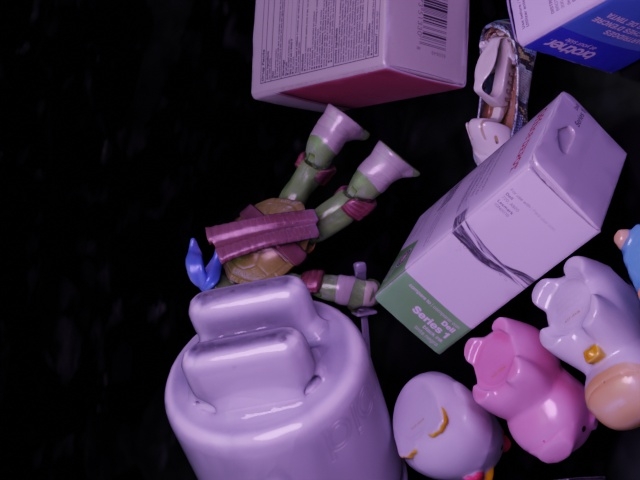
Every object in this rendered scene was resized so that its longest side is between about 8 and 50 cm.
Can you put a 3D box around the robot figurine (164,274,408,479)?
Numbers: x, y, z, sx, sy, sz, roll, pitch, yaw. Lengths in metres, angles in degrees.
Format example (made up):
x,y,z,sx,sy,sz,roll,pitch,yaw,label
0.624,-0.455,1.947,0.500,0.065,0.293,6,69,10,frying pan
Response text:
x,y,z,sx,sy,sz,roll,pitch,yaw,label
-0.028,0.199,1.193,0.200,0.353,0.300,-9,39,12,robot figurine

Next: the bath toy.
x,y,z,sx,sy,sz,roll,pitch,yaw,label
0.215,0.131,1.097,0.348,0.129,0.151,-39,42,38,bath toy

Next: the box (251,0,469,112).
x,y,z,sx,sy,sz,roll,pitch,yaw,label
0.042,-0.236,1.357,0.232,0.127,0.148,-3,82,50,box

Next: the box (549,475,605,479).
x,y,z,sx,sy,sz,roll,pitch,yaw,label
0.188,0.369,1.143,0.216,0.060,0.270,-23,67,47,box

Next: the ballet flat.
x,y,z,sx,sy,sz,roll,pitch,yaw,label
0.177,-0.134,1.229,0.070,0.070,0.188,2,86,50,ballet flat

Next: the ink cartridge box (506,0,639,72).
x,y,z,sx,sy,sz,roll,pitch,yaw,label
0.292,-0.327,1.054,0.395,0.151,0.269,-24,66,44,ink cartridge box

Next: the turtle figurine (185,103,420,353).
x,y,z,sx,sy,sz,roll,pitch,yaw,label
0.000,0.000,1.393,0.266,0.275,0.198,-52,22,5,turtle figurine

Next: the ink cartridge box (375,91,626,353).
x,y,z,sx,sy,sz,roll,pitch,yaw,label
0.171,-0.016,1.136,0.092,0.160,0.219,43,128,-6,ink cartridge box
